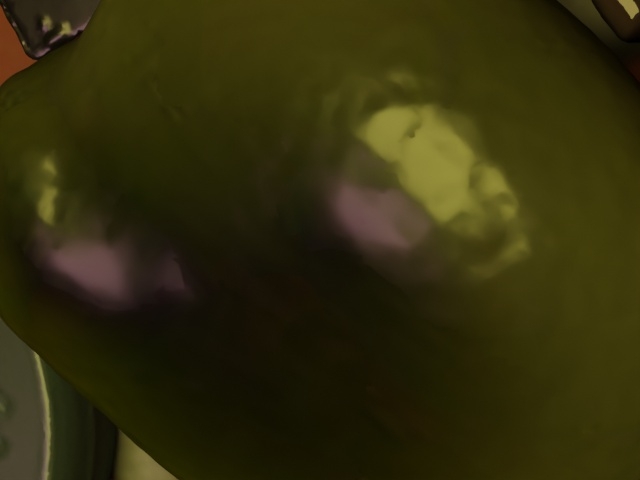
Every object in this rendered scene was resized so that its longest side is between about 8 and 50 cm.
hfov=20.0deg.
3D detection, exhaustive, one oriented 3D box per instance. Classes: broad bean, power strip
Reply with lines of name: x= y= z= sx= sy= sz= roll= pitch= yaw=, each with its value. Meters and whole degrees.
broad bean: x=-0.001 y=0.000 z=0.634 sx=0.291 sy=0.119 sz=0.238 roll=14 pitch=118 yaw=27
power strip: x=-0.168 y=0.088 z=0.773 sx=0.168 sy=0.054 sz=0.253 roll=8 pitch=98 yaw=26

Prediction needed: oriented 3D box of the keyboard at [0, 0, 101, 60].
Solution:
keyboard: x=-0.043 y=-0.153 z=0.704 sx=0.231 sy=0.023 sz=0.072 roll=-29 pitch=89 yaw=26

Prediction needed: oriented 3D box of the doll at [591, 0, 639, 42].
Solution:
doll: x=0.129 y=-0.146 z=0.566 sx=0.257 sy=0.117 sz=0.182 roll=36 pitch=108 yaw=18
